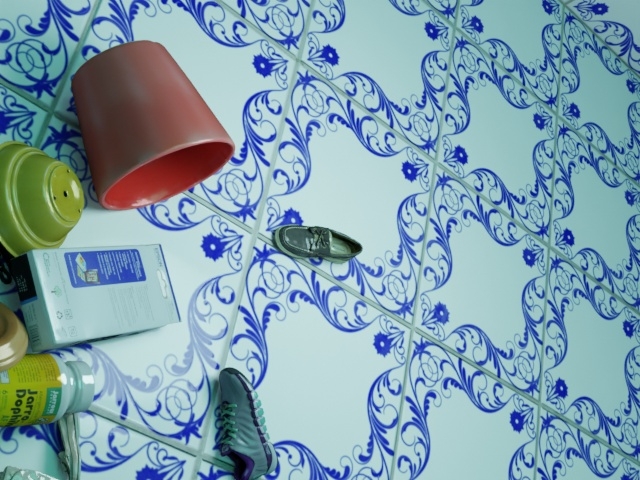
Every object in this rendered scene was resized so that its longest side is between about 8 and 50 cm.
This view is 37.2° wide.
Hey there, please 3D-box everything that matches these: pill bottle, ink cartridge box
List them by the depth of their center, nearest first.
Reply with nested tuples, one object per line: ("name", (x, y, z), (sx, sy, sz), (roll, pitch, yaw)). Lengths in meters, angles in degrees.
("pill bottle", (-0.480, 0.241, 1.541), (0.208, 0.118, 0.117), (5, 70, -43))
("ink cartridge box", (-0.389, 0.094, 1.691), (0.333, 0.065, 0.165), (-2, 73, -59))

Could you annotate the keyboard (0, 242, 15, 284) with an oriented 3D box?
("keyboard", (-0.522, 0.032, 1.656), (0.108, 0.023, 0.180), (-28, 93, -46))

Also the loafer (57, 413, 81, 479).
("loafer", (-0.427, 0.352, 1.606), (0.039, 0.045, 0.125), (4, 63, -25))

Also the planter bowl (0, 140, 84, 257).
("planter bowl", (-0.471, -0.073, 1.635), (0.217, 0.090, 0.217), (-9, 90, -71))

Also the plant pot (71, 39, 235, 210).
("plant pot", (-0.332, -0.223, 1.791), (0.275, 0.275, 0.243), (-15, 74, -46))

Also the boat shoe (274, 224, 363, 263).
("boat shoe", (0.001, 0.001, 2.126), (0.224, 0.073, 0.080), (14, 64, -40))

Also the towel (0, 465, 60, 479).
("towel", (-0.417, 0.494, 1.539), (0.282, 0.049, 0.187), (32, 55, -25))

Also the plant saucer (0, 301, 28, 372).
("plant saucer", (-0.556, 0.136, 1.486), (0.200, 0.037, 0.200), (18, 26, -9))

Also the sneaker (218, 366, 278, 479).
("sneaker", (-0.159, 0.358, 1.826), (0.098, 0.083, 0.223), (-22, 90, -41))
